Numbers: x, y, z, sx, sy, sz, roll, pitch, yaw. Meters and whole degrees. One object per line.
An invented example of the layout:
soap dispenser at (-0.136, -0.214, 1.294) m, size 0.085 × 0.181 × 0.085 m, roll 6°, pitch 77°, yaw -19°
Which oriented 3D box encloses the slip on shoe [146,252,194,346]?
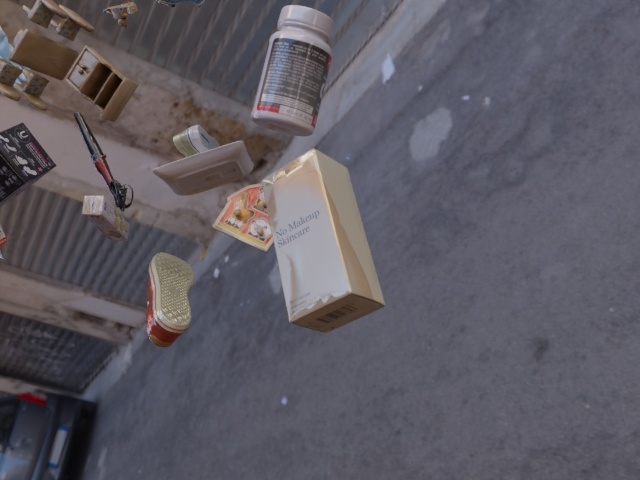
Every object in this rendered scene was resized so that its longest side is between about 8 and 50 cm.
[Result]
slip on shoe at (-0.383, 0.137, 1.623) m, size 0.101 × 0.123 × 0.331 m, roll -54°, pitch 28°, yaw 22°

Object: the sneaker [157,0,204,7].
sneaker at (-0.389, -0.596, 1.549) m, size 0.085 × 0.237 × 0.086 m, roll -90°, pitch 7°, yaw -45°

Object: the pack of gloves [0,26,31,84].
pack of gloves at (-0.807, -0.422, 1.524) m, size 0.195 × 0.232 × 0.046 m, roll -34°, pitch 6°, yaw -13°

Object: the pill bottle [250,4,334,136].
pill bottle at (-0.062, -0.413, 1.604) m, size 0.161 × 0.161 × 0.283 m, roll 12°, pitch 88°, yaw 67°

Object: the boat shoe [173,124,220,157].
boat shoe at (-0.402, -0.301, 2.205) m, size 0.302 × 0.094 × 0.109 m, roll 58°, pitch -158°, yaw -68°

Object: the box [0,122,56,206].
box at (-0.930, -0.206, 1.913) m, size 0.247 × 0.163 × 0.142 m, roll -26°, pitch 17°, yaw 31°

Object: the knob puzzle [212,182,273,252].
knob puzzle at (-0.170, -0.083, 1.760) m, size 0.030 × 0.213 × 0.213 m, roll 79°, pitch -162°, yaw -63°

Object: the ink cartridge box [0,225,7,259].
ink cartridge box at (-0.797, -0.013, 1.589) m, size 0.029 × 0.063 × 0.115 m, roll -47°, pitch -41°, yaw -44°

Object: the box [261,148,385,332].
box at (0.000, 0.000, 1.239) m, size 0.148 × 0.121 × 0.311 m, roll -30°, pitch 59°, yaw 26°

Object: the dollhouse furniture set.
dollhouse furniture set at (-0.549, -0.373, 1.425) m, size 0.161 × 0.242 × 0.212 m, roll 41°, pitch 102°, yaw 21°

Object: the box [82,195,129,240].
box at (-0.704, -0.068, 2.160) m, size 0.324 × 0.063 × 0.067 m, roll 97°, pitch 174°, yaw -74°

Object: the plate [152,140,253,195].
plate at (-0.347, -0.207, 2.017) m, size 0.277 × 0.278 × 0.045 m, roll 83°, pitch 169°, yaw -79°

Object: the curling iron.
curling iron at (-0.498, -0.186, 1.497) m, size 0.068 × 0.035 × 0.274 m, roll -45°, pitch 70°, yaw 41°

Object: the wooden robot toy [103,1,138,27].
wooden robot toy at (-0.696, -0.800, 2.323) m, size 0.173 × 0.079 × 0.076 m, roll 8°, pitch 39°, yaw 36°
